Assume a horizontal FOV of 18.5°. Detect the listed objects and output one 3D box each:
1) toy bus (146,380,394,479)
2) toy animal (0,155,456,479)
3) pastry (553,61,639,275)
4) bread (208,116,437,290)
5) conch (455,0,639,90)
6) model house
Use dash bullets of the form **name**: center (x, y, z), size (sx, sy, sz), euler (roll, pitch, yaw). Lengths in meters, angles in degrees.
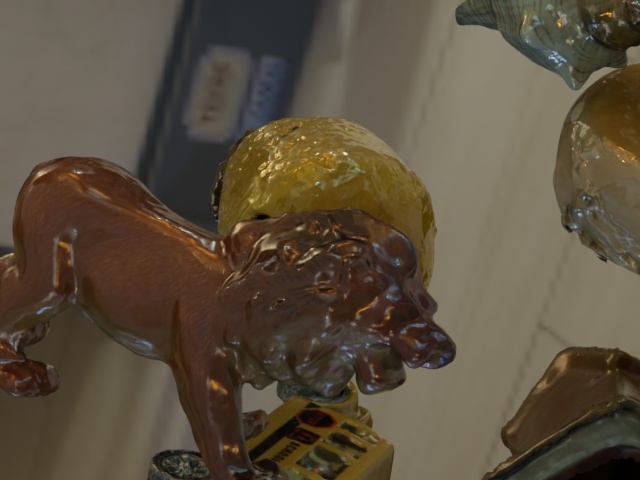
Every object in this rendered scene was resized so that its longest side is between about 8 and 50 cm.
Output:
- **toy bus**: center (-0.037, 0.195, 1.371), size (0.123, 0.335, 0.121), euler (18, 111, 20)
- **toy animal**: center (-0.073, 0.026, 1.010), size (0.312, 0.097, 0.157), euler (23, 105, 26)
- **pastry**: center (0.341, -0.060, 1.799), size (0.265, 0.265, 0.133), euler (43, 141, 45)
- **bread**: center (-0.001, -0.002, 1.649), size (0.170, 0.197, 0.197), euler (-121, 46, -58)
- **conch**: center (0.215, -0.202, 1.777), size (0.234, 0.137, 0.114), euler (0, 61, 21)
- **model house**: center (0.316, 0.216, 1.975), size (0.173, 0.268, 0.239), euler (-54, 7, 19)
